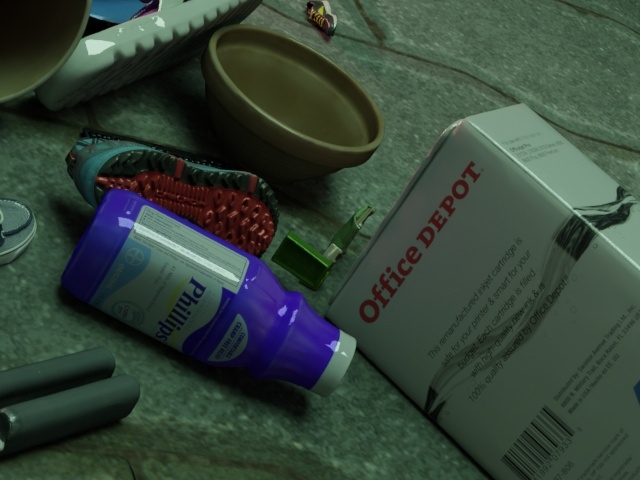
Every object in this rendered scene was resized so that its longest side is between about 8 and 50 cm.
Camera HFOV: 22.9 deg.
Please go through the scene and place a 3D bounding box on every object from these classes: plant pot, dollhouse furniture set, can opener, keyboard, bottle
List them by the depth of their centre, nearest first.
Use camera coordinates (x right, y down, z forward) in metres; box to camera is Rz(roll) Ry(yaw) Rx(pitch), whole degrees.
[{"bbox_3d":[-0.254,0.132,1.294,0.074,0.093,0.280,46,27,23],"label":"can opener"},{"bbox_3d":[-0.103,0.060,1.516,0.283,0.118,0.092,29,36,-10],"label":"bottle"},{"bbox_3d":[-0.383,-0.301,1.692,0.256,0.256,0.274,22,13,-19],"label":"plant pot"},{"bbox_3d":[0.000,0.000,1.753,0.058,0.076,0.152,36,30,3],"label":"dollhouse furniture set"},{"bbox_3d":[-0.166,-0.086,1.757,0.192,0.038,0.100,11,36,-34],"label":"keyboard"},{"bbox_3d":[-0.050,-0.145,1.887,0.237,0.110,0.237,25,29,-15],"label":"plant pot"}]

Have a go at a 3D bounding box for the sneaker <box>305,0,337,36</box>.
[{"bbox_3d":[0.000,-0.322,2.294,0.035,0.031,0.083,4,34,-20],"label":"sneaker"}]

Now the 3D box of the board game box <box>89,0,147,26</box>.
[{"bbox_3d":[-0.287,-0.299,1.965,0.168,0.033,0.133,36,29,19],"label":"board game box"}]

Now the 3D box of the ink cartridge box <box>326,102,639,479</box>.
[{"bbox_3d":[0.244,0.089,1.645,0.395,0.285,0.166,44,29,17],"label":"ink cartridge box"}]

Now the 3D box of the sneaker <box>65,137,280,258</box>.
[{"bbox_3d":[-0.153,-0.054,1.648,0.262,0.104,0.125,25,3,-45],"label":"sneaker"}]

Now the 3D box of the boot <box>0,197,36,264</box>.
[{"bbox_3d":[-0.317,-0.021,1.456,0.069,0.086,0.190,40,30,12],"label":"boot"}]

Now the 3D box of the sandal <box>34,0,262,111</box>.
[{"bbox_3d":[-0.194,-0.263,1.844,0.102,0.169,0.416,56,32,-1],"label":"sandal"}]
